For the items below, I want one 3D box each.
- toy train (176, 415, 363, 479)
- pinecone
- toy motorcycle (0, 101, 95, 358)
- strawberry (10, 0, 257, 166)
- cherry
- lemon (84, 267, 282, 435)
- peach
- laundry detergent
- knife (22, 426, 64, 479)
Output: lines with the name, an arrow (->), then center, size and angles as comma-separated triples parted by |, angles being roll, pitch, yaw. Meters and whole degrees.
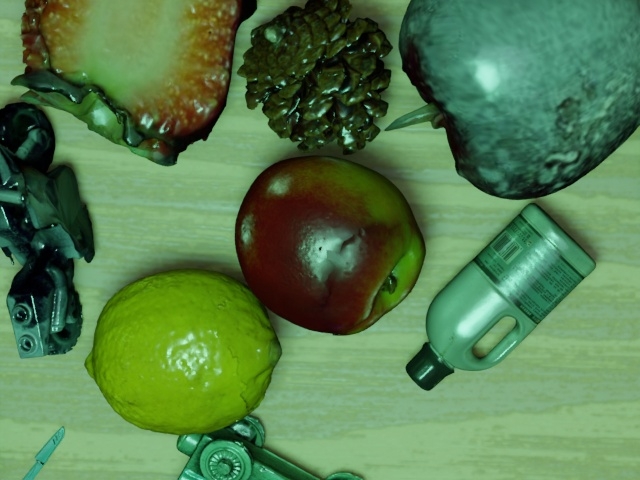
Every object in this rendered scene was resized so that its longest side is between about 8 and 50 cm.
toy train -> -0.056, 0.293, 1.842 | 0.248, 0.101, 0.159 | 28, 111, 0
pinecone -> 0.002, -0.163, 1.753 | 0.173, 0.173, 0.174 | 0, 97, 2
toy motorcycle -> -0.311, -0.007, 1.781 | 0.106, 0.159, 0.270 | -7, 95, 24
strawberry -> -0.185, -0.238, 1.777 | 0.233, 0.137, 0.306 | 27, 72, -20
cherry -> 0.201, -0.172, 1.711 | 0.296, 0.218, 0.255 | -28, 96, -5
lemon -> -0.141, 0.116, 1.782 | 0.193, 0.180, 0.181 | -32, 95, 5
peach -> 0.000, 0.000, 1.758 | 0.197, 0.197, 0.197 | 0, 97, 2
laundry detergent -> 0.179, 0.071, 1.812 | 0.099, 0.070, 0.226 | 43, 96, -10
knife -> -0.307, 0.241, 1.884 | 0.014, 0.005, 0.091 | 37, 97, -4
